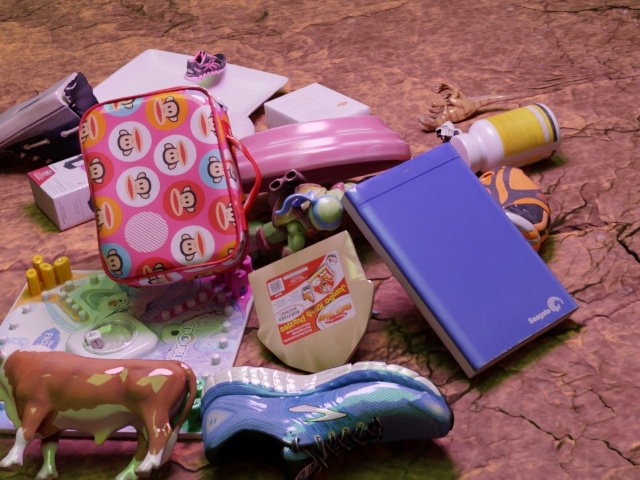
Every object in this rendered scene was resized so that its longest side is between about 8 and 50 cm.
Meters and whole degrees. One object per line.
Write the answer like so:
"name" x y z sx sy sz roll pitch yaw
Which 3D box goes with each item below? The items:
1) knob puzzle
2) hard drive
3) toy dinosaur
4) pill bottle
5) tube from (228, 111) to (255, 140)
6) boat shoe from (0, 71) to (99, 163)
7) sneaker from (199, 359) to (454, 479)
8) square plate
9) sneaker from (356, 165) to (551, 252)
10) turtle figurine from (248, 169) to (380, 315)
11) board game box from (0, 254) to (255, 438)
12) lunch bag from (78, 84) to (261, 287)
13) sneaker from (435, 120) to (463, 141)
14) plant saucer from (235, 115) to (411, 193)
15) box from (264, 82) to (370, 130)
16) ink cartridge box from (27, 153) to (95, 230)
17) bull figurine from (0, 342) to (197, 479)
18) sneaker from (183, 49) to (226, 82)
"knob puzzle" -0.003 0.106 1.686 0.213 0.030 0.213 -7 72 23
"hard drive" 0.202 0.020 1.691 0.210 0.040 0.319 -26 71 -30
"toy dinosaur" 0.284 -0.265 2.289 0.211 0.064 0.112 -23 53 -10
"pill bottle" 0.328 -0.175 2.082 0.184 0.103 0.103 -17 34 -18
"tube" -0.209 -0.151 2.092 0.070 0.240 0.062 10 60 -40
"boat shoe" -0.544 -0.188 2.258 0.340 0.158 0.127 -20 26 35
"sneaker" 0.006 0.246 1.482 0.330 0.130 0.147 -4 46 9
"square plate" -0.290 -0.280 2.380 0.347 0.049 0.344 15 36 19
"sneaker" 0.224 -0.057 1.920 0.321 0.125 0.180 18 34 16
"turtle figurine" 0.000 0.000 1.836 0.274 0.198 0.266 14 -4 -30
"board game box" -0.314 0.143 1.741 0.390 0.050 0.390 0 32 10
"lunch bag" -0.218 -0.085 1.768 0.258 0.293 0.120 -11 -9 5
"sneaker" 0.248 -0.196 2.204 0.037 0.032 0.083 -28 31 -9
"plant saucer" -0.016 -0.145 1.960 0.332 0.084 0.332 -10 -3 0
"box" -0.005 -0.218 2.219 0.130 0.091 0.170 -25 37 -28
"ink cartridge box" -0.424 -0.101 2.123 0.175 0.072 0.127 -24 36 -25
"bull figurine" -0.318 0.219 1.515 0.310 0.101 0.188 -1 61 11
"sneaker" -0.238 -0.373 2.424 0.047 0.057 0.119 20 37 28
